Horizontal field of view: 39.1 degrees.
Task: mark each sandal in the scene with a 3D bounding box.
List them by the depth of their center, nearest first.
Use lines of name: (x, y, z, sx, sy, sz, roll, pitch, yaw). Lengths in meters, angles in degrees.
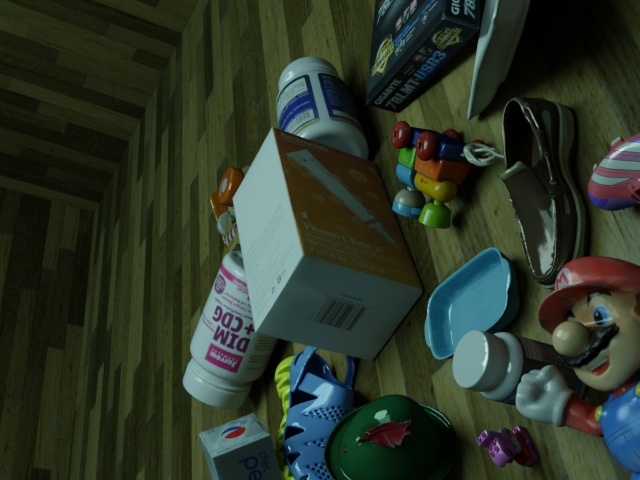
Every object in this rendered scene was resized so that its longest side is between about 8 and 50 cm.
sandal: (0.004, 0.273, 1.420, 0.138, 0.126, 0.317, -53, 33, 30)

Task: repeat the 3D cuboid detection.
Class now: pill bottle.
pill bottle: (0.221, 0.146, 1.008, 0.078, 0.137, 0.078, -44, 38, 48)
pill bottle: (-0.004, -0.228, 1.708, 0.153, 0.153, 0.265, -56, 29, 33)
pill bottle: (-0.162, 0.178, 1.778, 0.283, 0.160, 0.160, -68, 25, 14)

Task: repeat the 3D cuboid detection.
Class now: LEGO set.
LEGO set: (0.206, 0.311, 0.990, 0.087, 0.093, 0.227, -60, 28, 28)

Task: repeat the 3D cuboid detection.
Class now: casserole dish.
casserole dish: (0.205, 0.089, 1.202, 0.188, 0.037, 0.114, -45, 36, 45)

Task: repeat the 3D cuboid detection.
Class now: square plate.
square plate: (0.258, -0.374, 1.210, 0.347, 0.049, 0.344, 71, -150, -78)

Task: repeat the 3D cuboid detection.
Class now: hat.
hat: (0.082, 0.211, 1.144, 0.208, 0.183, 0.173, 13, 44, 36)

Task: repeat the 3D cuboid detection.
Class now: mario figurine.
mario figurine: (0.277, 0.154, 0.836, 0.198, 0.170, 0.320, -24, 54, 16)

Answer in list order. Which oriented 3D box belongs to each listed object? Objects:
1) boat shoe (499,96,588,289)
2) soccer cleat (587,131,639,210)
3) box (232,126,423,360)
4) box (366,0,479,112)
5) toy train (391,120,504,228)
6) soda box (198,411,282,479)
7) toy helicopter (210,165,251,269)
boat shoe: (0.259, -0.064, 1.110, 0.095, 0.095, 0.257, -41, 40, 50)
soccer cleat: (0.370, -0.081, 0.912, 0.248, 0.083, 0.095, -40, 45, 47)
box: (0.000, 0.000, 1.481, 0.168, 0.215, 0.345, -58, 29, 30)
box: (0.170, -0.408, 1.508, 0.295, 0.073, 0.293, 138, 140, -62)
toy train: (0.180, -0.080, 1.298, 0.248, 0.105, 0.143, -139, 57, -63)
soda box: (-0.101, 0.422, 1.401, 0.091, 0.098, 0.286, -149, 43, -65)
toy helicopter: (-0.196, 0.008, 1.995, 0.235, 0.140, 0.355, 11, 88, 68)
